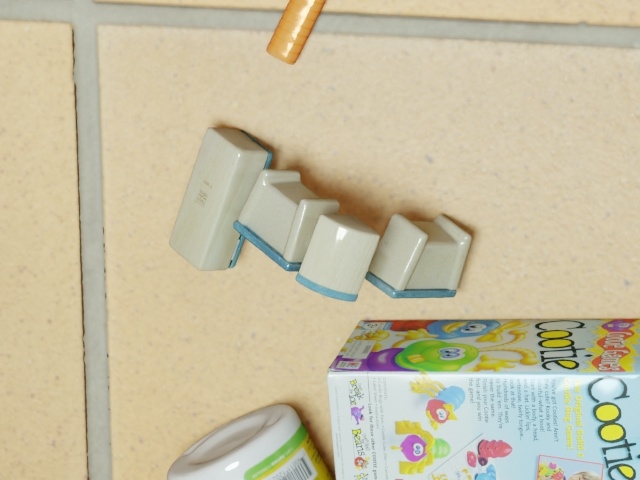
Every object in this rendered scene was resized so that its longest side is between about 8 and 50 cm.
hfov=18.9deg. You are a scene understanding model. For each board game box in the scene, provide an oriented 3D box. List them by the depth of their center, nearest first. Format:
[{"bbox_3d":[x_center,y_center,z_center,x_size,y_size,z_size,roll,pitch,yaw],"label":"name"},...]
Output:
[{"bbox_3d":[0.159,0.156,1.689,0.275,0.142,0.144,0,107,14],"label":"board game box"}]

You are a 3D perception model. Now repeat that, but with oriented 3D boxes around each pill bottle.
[{"bbox_3d":[-0.028,0.288,1.778,0.136,0.136,0.245,-25,100,19],"label":"pill bottle"}]

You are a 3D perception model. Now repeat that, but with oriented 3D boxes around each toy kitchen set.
[{"bbox_3d":[0.000,0.000,1.724,0.207,0.166,0.122,39,117,40],"label":"toy kitchen set"}]

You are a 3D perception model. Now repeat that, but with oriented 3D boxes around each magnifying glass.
[{"bbox_3d":[0.013,-0.258,1.659,0.092,0.026,0.231,28,112,4],"label":"magnifying glass"}]
